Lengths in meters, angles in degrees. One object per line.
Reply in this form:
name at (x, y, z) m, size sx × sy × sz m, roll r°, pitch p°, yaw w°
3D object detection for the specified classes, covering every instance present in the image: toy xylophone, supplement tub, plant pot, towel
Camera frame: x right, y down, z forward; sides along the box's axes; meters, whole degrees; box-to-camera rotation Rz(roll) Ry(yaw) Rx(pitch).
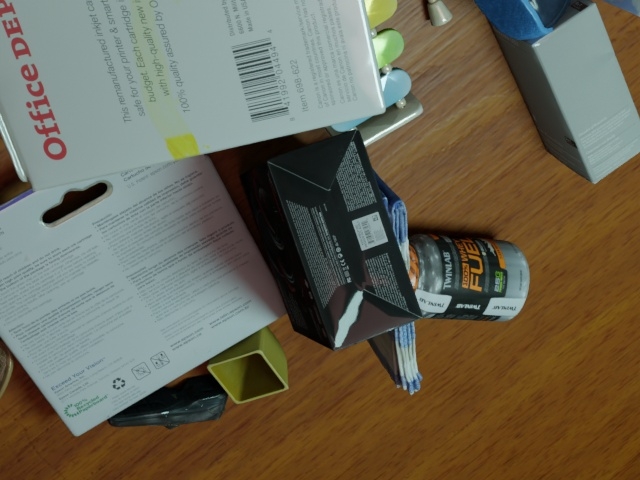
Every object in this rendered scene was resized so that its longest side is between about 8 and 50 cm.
toy xylophone at (0.033, -0.276, 1.260) m, size 0.236 × 0.081 × 0.322 m, roll -38°, pitch 124°, yaw -1°
supplement tub at (0.180, 0.051, 1.471) m, size 0.190 × 0.117 × 0.117 m, roll 4°, pitch 114°, yaw -25°
plant pot at (-0.092, 0.154, 1.427) m, size 0.081 × 0.083 × 0.081 m, roll -20°, pitch 126°, yaw 19°
towel at (0.070, 0.031, 1.359) m, size 0.034 × 0.209 × 0.285 m, roll -15°, pitch 120°, yaw -12°

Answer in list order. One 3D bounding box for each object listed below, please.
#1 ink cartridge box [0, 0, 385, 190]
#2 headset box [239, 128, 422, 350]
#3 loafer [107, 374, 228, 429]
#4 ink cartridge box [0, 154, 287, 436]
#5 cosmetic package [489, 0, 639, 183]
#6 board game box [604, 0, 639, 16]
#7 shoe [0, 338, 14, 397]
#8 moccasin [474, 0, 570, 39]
ink cartridge box at (-0.151, -0.240, 1.092) m, size 0.385 × 0.160 × 0.279 m, roll -12°, pitch 118°, yaw 4°
headset box at (0.000, 0.000, 1.258) m, size 0.110 × 0.293 × 0.218 m, roll -20°, pitch 94°, yaw -10°
loafer at (-0.205, 0.232, 1.443) m, size 0.170 × 0.062 × 0.061 m, roll -6°, pitch 123°, yaw -18°
ink cartridge box at (-0.245, 0.037, 1.320) m, size 0.324 × 0.071 × 0.330 m, roll -29°, pitch 120°, yaw -6°
cosmetic package at (0.324, -0.206, 1.390) m, size 0.107 × 0.127 × 0.238 m, roll -37°, pitch 122°, yaw 0°
board game box at (0.390, -0.390, 1.298) m, size 0.039 × 0.160 × 0.211 m, roll 6°, pitch 113°, yaw -32°
shoe at (-0.453, 0.207, 1.336) m, size 0.076 × 0.058 × 0.219 m, roll 33°, pitch 97°, yaw -12°
moccasin at (0.177, -0.391, 1.229) m, size 0.117 × 0.138 × 0.342 m, roll -47°, pitch 119°, yaw -17°
